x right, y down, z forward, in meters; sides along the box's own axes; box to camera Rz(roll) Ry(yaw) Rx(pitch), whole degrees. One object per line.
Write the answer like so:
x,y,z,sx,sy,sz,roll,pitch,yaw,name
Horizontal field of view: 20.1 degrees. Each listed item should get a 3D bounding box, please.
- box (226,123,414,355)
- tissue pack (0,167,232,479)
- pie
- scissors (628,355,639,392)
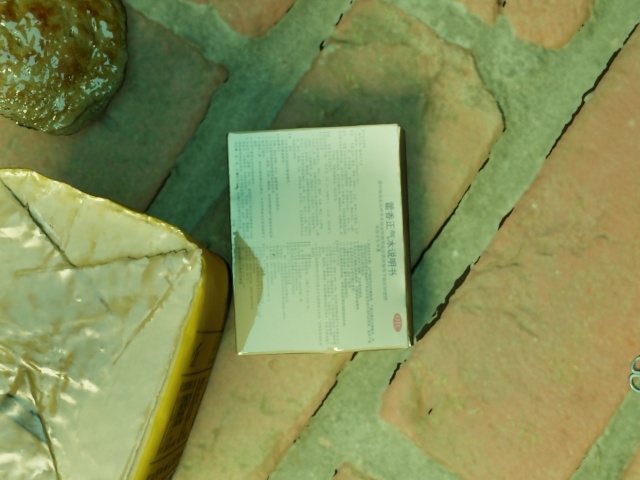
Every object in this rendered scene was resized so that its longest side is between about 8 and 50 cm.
0.000,0.000,1.699,0.168,0.095,0.212,-2,88,3,box
-0.219,0.110,1.558,0.228,0.382,0.293,21,88,0,tissue pack
-0.264,-0.194,1.725,0.163,0.079,0.193,-8,86,-9,pie
0.337,0.132,1.728,0.083,0.006,0.036,7,90,2,scissors
